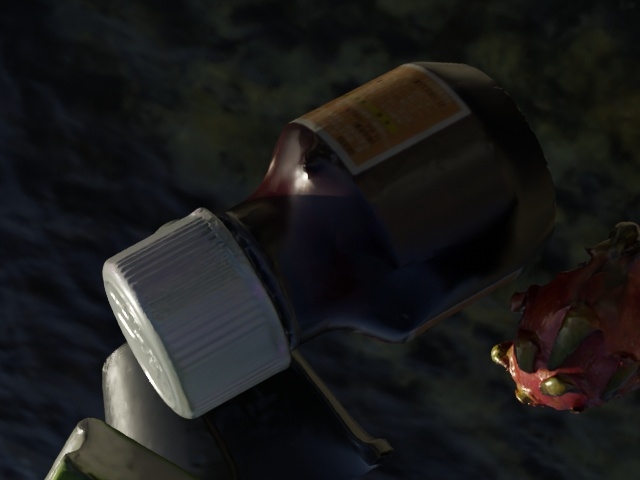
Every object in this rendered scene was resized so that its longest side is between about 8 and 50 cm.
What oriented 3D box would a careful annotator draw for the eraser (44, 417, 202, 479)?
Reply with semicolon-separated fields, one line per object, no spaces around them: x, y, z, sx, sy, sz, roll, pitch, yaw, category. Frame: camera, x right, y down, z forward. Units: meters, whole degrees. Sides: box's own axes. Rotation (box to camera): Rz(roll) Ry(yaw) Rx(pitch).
-0.153;0.296;1.083;0.210;0.274;0.092;32;-171;-6;eraser

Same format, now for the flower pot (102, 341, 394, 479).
-0.132;0.232;1.876;0.379;0.379;0.251;-41;70;54;flower pot

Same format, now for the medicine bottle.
0.000;0.000;1.420;0.242;0.395;0.242;53;158;32;medicine bottle

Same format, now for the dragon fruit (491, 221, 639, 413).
0.251;0.067;1.347;0.207;0.133;0.150;-48;144;15;dragon fruit

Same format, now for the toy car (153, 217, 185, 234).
-0.132;0.027;1.627;0.112;0.112;0.139;50;147;-16;toy car
